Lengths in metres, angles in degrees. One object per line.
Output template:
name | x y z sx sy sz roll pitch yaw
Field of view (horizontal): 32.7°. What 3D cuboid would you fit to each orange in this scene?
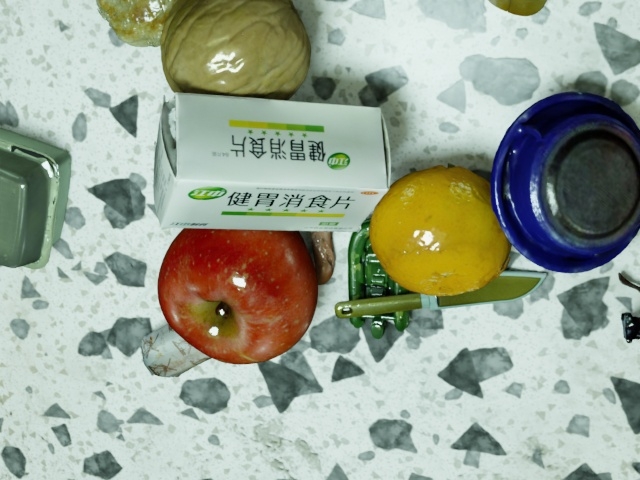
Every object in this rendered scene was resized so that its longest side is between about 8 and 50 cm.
orange | 0.184 -0.014 1.651 0.219 0.193 0.219 17 157 8

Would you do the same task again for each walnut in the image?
walnut | -0.129 -0.285 1.622 0.228 0.228 0.228 5 112 14

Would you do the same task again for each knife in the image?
knife | 0.191 0.085 1.750 0.343 0.027 0.061 -6 113 5

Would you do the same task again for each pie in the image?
pie | -0.264 -0.393 1.691 0.163 0.079 0.193 31 110 17

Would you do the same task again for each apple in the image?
apple | -0.132 0.070 1.764 0.260 0.216 0.260 8 121 14

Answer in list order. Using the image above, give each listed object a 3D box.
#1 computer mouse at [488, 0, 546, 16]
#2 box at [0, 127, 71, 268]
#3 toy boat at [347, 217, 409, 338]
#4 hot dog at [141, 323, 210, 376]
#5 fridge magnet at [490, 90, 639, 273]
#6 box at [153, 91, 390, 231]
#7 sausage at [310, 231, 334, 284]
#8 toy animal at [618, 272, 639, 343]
computer mouse | 0.300 -0.417 1.550 0.102 0.045 0.199 25 115 8
box | -0.580 -0.085 1.861 0.290 0.166 0.220 17 114 8
toy boat | 0.094 0.060 1.789 0.104 0.052 0.210 5 113 17
hot dog | -0.232 0.177 1.925 0.191 0.059 0.108 -29 114 20
fridge magnet | 0.371 -0.083 1.579 0.265 0.113 0.265 -2 96 -18
box | -0.080 -0.110 1.612 0.333 0.145 0.173 2 156 -16
sausage | 0.000 0.000 1.801 0.042 0.036 0.158 1 110 14
toy animal | 0.544 0.124 1.680 0.202 0.070 0.105 18 96 13
